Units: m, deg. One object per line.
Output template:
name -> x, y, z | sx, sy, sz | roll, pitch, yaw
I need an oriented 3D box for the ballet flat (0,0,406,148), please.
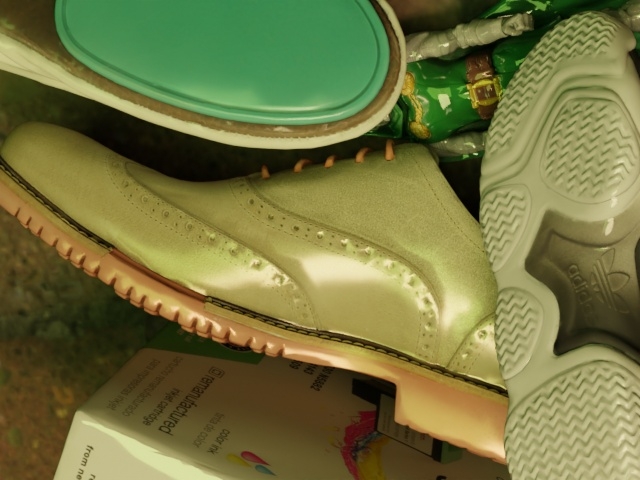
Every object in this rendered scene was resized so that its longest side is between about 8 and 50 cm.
ballet flat -> -0.146, -0.140, 0.799 | 0.400, 0.139, 0.139 | 15, 110, 2

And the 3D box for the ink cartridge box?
ink cartridge box -> 0.005, 0.163, 0.812 | 0.278, 0.201, 0.117 | 23, 109, 7

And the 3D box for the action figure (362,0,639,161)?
action figure -> 0.120, -0.093, 0.783 | 0.232, 0.063, 0.137 | -13, 106, 22

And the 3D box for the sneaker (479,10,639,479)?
sneaker -> 0.167, 0.024, 0.719 | 0.101, 0.153, 0.269 | -18, 66, 48

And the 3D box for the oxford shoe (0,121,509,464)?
oxford shoe -> 0.000, 0.000, 0.813 | 0.397, 0.140, 0.147 | 22, 94, -2
